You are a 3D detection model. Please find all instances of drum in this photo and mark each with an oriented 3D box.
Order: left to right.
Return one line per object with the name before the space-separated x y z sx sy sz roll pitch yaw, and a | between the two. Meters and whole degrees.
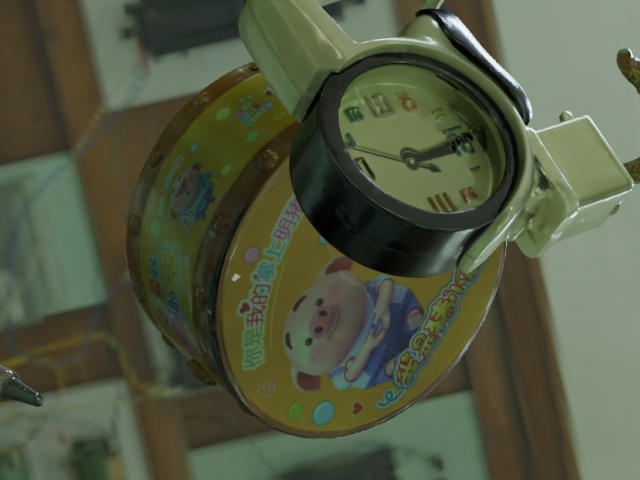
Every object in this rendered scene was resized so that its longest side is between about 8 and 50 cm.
drum | 0.000 0.000 2.240 0.214 0.431 0.431 33 -38 49

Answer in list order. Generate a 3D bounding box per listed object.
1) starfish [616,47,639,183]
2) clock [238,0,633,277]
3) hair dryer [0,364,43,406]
starfish | 0.312 -0.080 1.601 0.208 0.176 0.053 58 20 -15
clock | 0.054 -0.146 1.490 0.379 0.276 0.120 63 -33 20
hair dryer | -0.359 0.105 1.950 0.053 0.220 0.195 43 58 -51
